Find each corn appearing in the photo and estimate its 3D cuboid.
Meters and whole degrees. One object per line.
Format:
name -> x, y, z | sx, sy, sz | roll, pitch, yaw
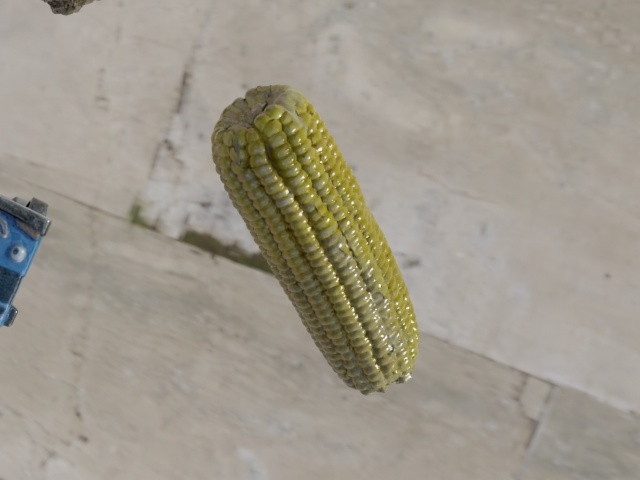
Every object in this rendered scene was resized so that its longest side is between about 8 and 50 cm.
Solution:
corn -> 0.000, 0.000, 0.912 | 0.063, 0.085, 0.165 | -31, 112, -6

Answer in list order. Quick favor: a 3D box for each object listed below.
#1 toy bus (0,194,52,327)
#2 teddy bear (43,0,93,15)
toy bus -> -0.315, 0.008, 1.523 | 0.116, 0.234, 0.133 | 25, 85, -15
teddy bear -> -0.146, -0.245, 0.931 | 0.129, 0.182, 0.251 | 6, 118, -36
